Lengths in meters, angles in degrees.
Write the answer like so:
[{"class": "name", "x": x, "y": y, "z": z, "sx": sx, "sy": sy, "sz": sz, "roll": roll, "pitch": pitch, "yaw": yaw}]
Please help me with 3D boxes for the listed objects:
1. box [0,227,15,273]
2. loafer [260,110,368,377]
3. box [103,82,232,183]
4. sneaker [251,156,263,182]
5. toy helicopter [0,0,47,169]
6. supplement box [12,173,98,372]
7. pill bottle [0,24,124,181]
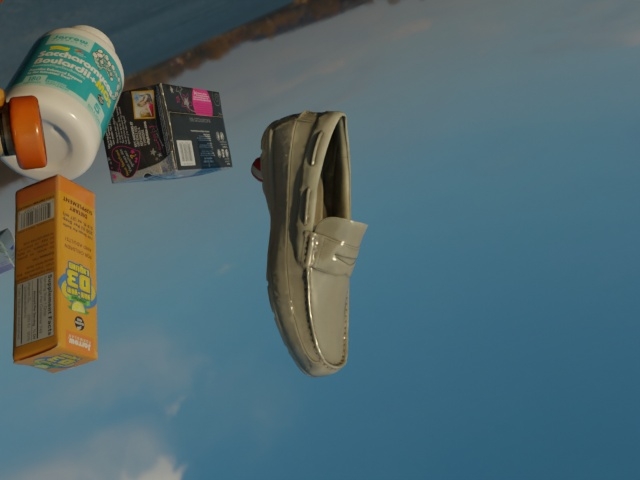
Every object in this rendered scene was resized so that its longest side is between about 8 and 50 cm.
[{"class": "box", "x": -0.692, "y": 0.073, "z": 1.362, "sx": 0.324, "sy": 0.063, "sz": 0.067, "roll": -22, "pitch": -163, "yaw": 2}, {"class": "loafer", "x": 0.000, "y": 0.000, "z": 0.912, "sx": 0.112, "sy": 0.319, "sz": 0.112, "roll": -11, "pitch": 173, "yaw": 30}, {"class": "box", "x": -0.289, "y": -0.196, "z": 1.453, "sx": 0.142, "sy": 0.163, "sz": 0.247, "roll": -9, "pitch": -176, "yaw": 18}, {"class": "sneaker", "x": -0.031, "y": -0.150, "z": 1.334, "sx": 0.221, "sy": 0.128, "sz": 0.087, "roll": 21, "pitch": -162, "yaw": 39}, {"class": "toy helicopter", "x": -0.381, "y": -0.236, "z": 0.789, "sx": 0.140, "sy": 0.234, "sz": 0.355, "roll": -8, "pitch": 154, "yaw": -16}, {"class": "supplement box", "x": -0.329, "y": 0.041, "z": 0.959, "sx": 0.080, "sy": 0.233, "sz": 0.078, "roll": -16, "pitch": 155, "yaw": 20}, {"class": "pill bottle", "x": -0.375, "y": -0.215, "z": 1.128, "sx": 0.146, "sy": 0.146, "sz": 0.264, "roll": -19, "pitch": -141, "yaw": 17}]
